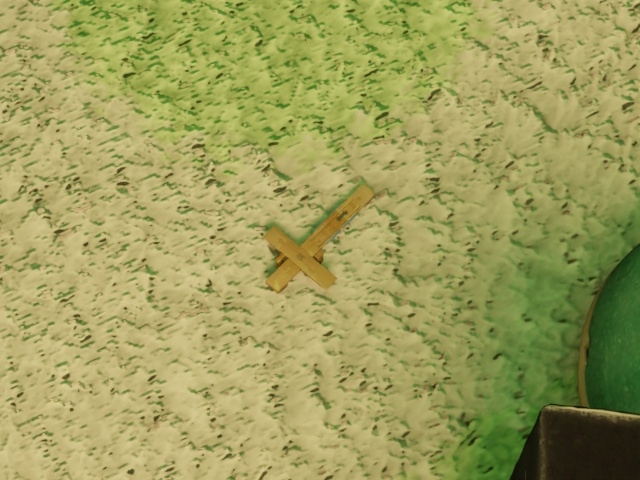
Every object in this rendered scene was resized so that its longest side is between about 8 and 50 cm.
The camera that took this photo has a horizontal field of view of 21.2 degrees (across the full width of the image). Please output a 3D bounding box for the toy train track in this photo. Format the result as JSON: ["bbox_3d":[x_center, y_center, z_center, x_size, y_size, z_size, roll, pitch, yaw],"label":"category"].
[{"bbox_3d":[0.000,0.000,0.976,0.048,0.014,0.083,40,71,12],"label":"toy train track"}]

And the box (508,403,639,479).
[{"bbox_3d":[0.142,0.298,0.714,0.179,0.312,0.343,7,54,-2],"label":"box"}]

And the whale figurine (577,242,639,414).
[{"bbox_3d":[0.279,0.075,0.915,0.272,0.141,0.216,9,76,-3],"label":"whale figurine"}]
